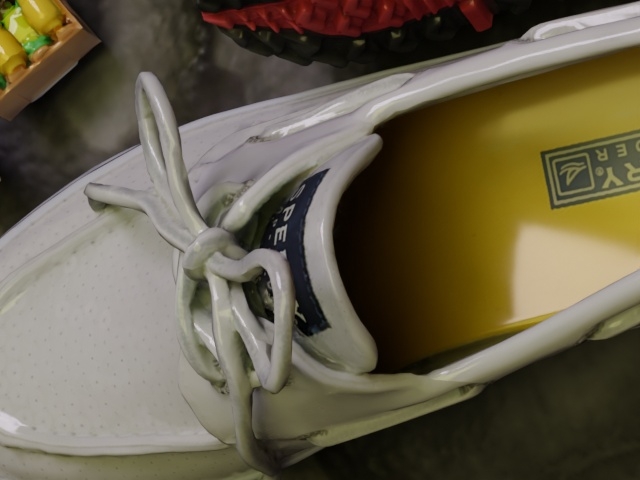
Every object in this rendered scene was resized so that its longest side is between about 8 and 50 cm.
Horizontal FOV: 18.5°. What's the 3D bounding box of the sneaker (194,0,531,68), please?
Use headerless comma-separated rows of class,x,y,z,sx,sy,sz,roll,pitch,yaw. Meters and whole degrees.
sneaker,0.078,-0.147,0.620,0.261,0.104,0.125,-10,67,11

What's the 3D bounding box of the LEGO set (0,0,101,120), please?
LEGO set,-0.227,-0.030,0.727,0.287,0.107,0.132,-15,57,23

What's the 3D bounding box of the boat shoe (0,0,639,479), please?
boat shoe,0.003,0.008,0.619,0.367,0.156,0.136,-15,82,22
